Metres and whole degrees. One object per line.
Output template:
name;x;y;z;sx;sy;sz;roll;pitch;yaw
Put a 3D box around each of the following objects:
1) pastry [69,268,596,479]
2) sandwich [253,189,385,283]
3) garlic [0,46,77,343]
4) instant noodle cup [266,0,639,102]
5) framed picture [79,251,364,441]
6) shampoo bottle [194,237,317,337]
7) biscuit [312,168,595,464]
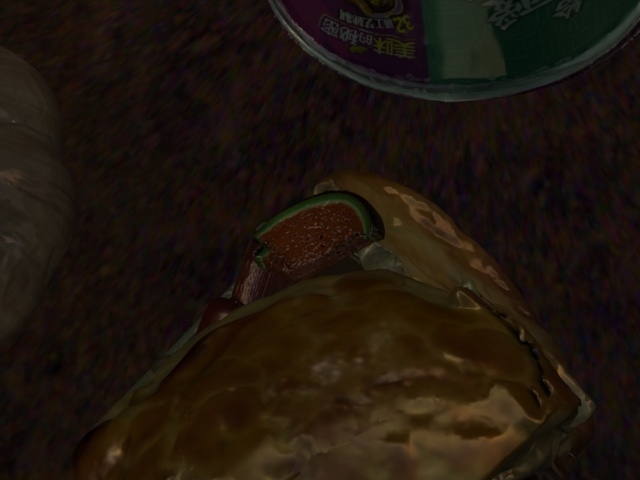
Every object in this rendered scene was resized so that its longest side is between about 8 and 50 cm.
pastry;-0.015;0.106;0.787;0.256;0.237;0.170;-32;73;-10
sandwich;-0.002;-0.001;1.232;0.101;0.069;0.026;-26;128;18
garlic;-0.243;-0.021;1.021;0.228;0.228;0.152;-38;141;10
instant noodle cup;0.074;-0.229;0.978;0.251;0.251;0.190;-6;146;5
framed picture;-0.048;0.132;1.651;0.315;0.232;0.024;-45;138;-9
shampoo bottle;-0.070;0.129;1.461;0.102;0.064;0.260;24;97;32
biscuit;0.116;0.060;1.482;0.045;0.154;0.299;-44;71;33
